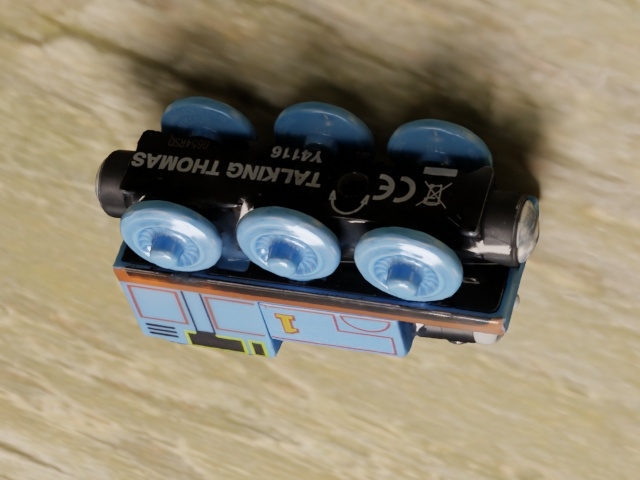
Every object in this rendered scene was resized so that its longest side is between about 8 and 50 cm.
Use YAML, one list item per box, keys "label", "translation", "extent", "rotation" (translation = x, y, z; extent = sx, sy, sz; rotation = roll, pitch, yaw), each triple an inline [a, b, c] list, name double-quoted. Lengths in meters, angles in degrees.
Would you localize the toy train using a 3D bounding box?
- label: "toy train"
  translation: [0.000, 0.000, 0.703]
  extent: [0.184, 0.080, 0.105]
  rotation: [7, 146, 18]
